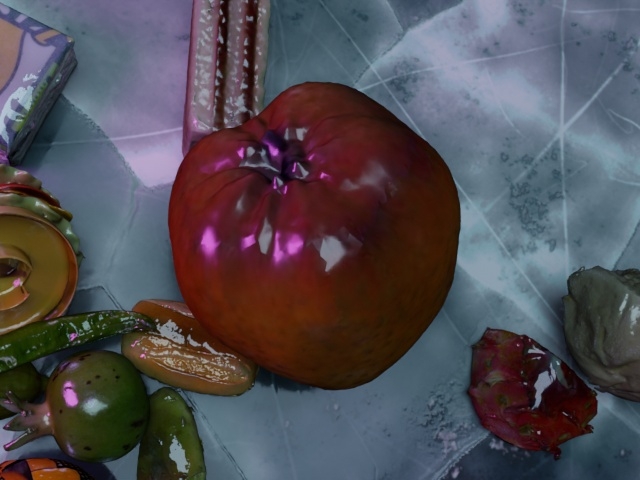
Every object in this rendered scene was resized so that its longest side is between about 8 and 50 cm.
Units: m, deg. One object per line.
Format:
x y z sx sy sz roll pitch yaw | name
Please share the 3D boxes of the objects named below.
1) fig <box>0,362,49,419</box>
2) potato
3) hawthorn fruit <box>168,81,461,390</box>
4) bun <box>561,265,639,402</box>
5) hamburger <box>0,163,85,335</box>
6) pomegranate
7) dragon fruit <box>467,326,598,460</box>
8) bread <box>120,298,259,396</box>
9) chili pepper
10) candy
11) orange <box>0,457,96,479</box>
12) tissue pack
-0.471 0.222 1.446 0.236 0.124 0.124 -2 80 -34 | fig
-0.245 0.352 1.451 0.117 0.090 0.226 -11 76 10 | potato
0.000 0.000 1.381 0.471 0.472 0.472 2 80 -9 | hawthorn fruit
0.549 0.175 1.545 0.281 0.281 0.205 21 109 -6 | bun
-0.518 0.014 1.383 0.274 0.212 0.274 -17 127 -23 | hamburger
-0.379 0.262 1.375 0.224 0.181 0.182 -9 82 -22 | pomegranate
0.370 0.285 1.552 0.274 0.126 0.161 41 76 0 | dragon fruit
-0.212 0.181 1.482 0.236 0.106 0.140 17 76 -7 | bread
-0.430 0.162 1.344 0.359 0.085 0.076 -18 80 -20 | chili pepper
-0.165 -0.299 1.537 0.135 0.179 0.321 6 80 -10 | candy
-0.426 0.432 1.343 0.234 0.234 0.182 29 33 -4 | orange
-0.598 -0.295 1.486 0.310 0.128 0.228 27 75 -5 | tissue pack
